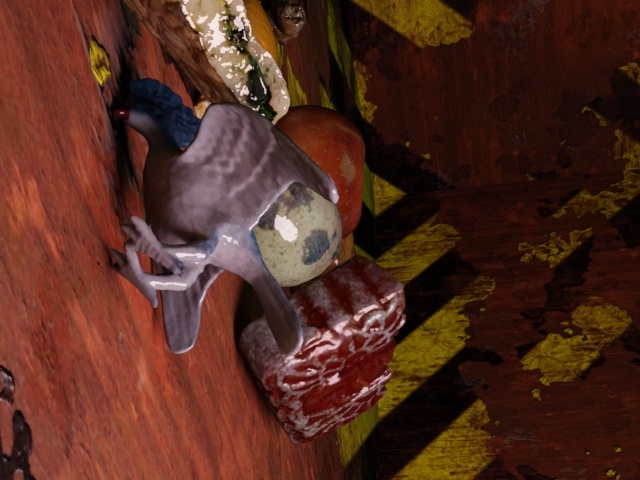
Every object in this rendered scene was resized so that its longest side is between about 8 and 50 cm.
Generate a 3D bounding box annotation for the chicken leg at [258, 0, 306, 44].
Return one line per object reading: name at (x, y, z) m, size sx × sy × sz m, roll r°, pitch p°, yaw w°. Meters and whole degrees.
chicken leg at (-0.057, -0.314, 1.366) m, size 0.198 × 0.069 × 0.084 m, roll -139°, pitch -143°, yaw -67°

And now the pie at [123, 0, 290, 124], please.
pie at (-0.115, -0.180, 0.772) m, size 0.185 × 0.052 × 0.218 m, roll 35°, pitch -12°, yaw 34°

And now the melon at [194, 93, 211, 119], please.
melon at (-0.115, -0.177, 1.159) m, size 0.182 × 0.054 × 0.098 m, roll -88°, pitch 154°, yaw -48°

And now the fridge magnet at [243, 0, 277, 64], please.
fridge magnet at (-0.091, -0.253, 1.284) m, size 0.143 × 0.063 × 0.143 m, roll -8°, pitch 90°, yaw -84°

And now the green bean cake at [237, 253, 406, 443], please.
green bean cake at (0.012, 0.147, 1.211) m, size 0.097 × 0.199 × 0.232 m, roll 51°, pitch -17°, yaw 35°

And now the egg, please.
egg at (-0.048, -0.018, 1.157) m, size 0.181 × 0.141 × 0.141 m, roll 51°, pitch 33°, yaw -61°

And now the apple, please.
apple at (-0.019, -0.092, 1.372) m, size 0.201 × 0.162 × 0.201 m, roll 4°, pitch 90°, yaw -90°

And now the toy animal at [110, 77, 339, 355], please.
toy animal at (-0.088, -0.026, 0.779) m, size 0.255 × 0.239 × 0.176 m, roll 44°, pitch 45°, yaw -1°

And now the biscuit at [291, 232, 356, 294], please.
biscuit at (0.000, 0.000, 1.633) m, size 0.326 × 0.107 × 0.325 m, roll -8°, pitch 90°, yaw -85°
